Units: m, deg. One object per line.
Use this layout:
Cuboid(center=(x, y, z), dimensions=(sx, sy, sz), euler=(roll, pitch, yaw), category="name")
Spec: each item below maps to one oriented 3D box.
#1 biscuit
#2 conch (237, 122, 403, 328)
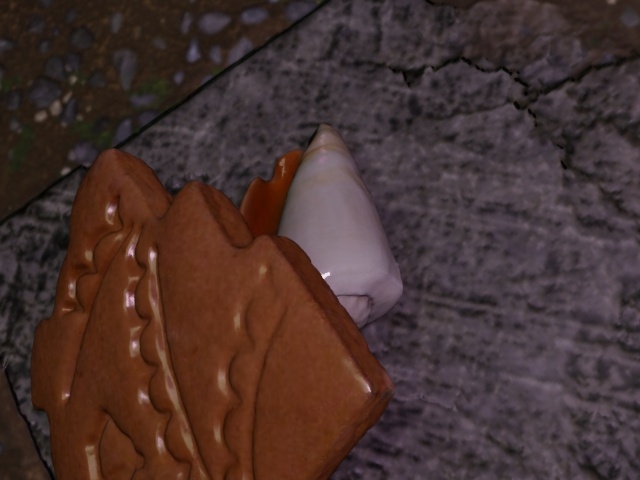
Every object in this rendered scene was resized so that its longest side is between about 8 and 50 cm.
Cuboid(center=(-0.083, 0.078, 0.696), dimensions=(0.306, 0.043, 0.284), euler=(-4, 83, 44), category="biscuit")
Cuboid(center=(-0.009, -0.002, 0.733), dimensions=(0.104, 0.094, 0.176), euler=(-32, 61, 37), category="conch")
